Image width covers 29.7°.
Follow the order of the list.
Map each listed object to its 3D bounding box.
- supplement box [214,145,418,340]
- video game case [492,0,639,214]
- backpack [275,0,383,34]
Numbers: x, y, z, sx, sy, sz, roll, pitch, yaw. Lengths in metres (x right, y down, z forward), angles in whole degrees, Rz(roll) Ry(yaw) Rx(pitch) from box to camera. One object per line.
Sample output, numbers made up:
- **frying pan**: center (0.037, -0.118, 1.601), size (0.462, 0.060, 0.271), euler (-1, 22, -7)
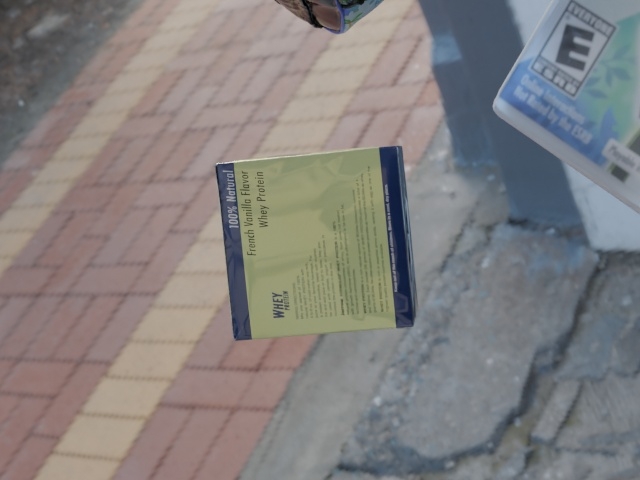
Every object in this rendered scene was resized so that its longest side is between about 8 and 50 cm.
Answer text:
- **supplement box**: center (0.000, 0.000, 0.566), size (0.083, 0.083, 0.056), euler (-6, 3, 7)
- **video game case**: center (0.278, -0.096, 0.531), size (0.329, 0.300, 0.036), euler (39, 25, 23)
- **backpack**: center (-0.004, -0.144, 0.503), size (0.084, 0.114, 0.105), euler (-44, 78, -3)
